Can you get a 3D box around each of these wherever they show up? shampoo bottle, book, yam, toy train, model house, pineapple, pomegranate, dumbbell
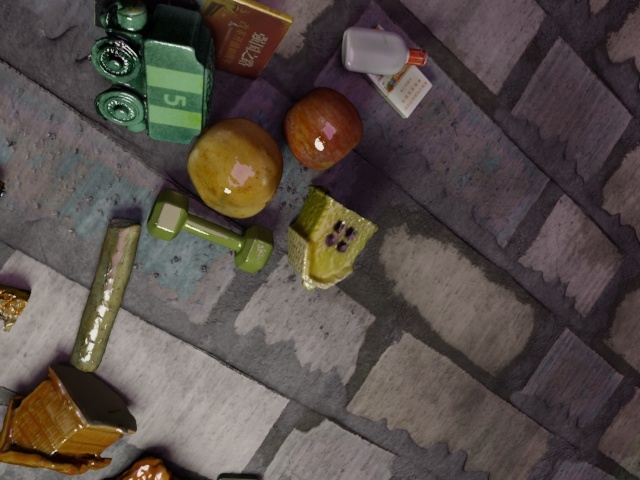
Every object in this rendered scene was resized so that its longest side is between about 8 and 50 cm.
[{"bbox_3d":[0.163,-0.472,1.280,0.220,0.051,0.108,0,96,-18],"label":"shampoo bottle"},{"bbox_3d":[-0.273,-0.458,1.056,0.373,0.262,0.028,14,75,-21],"label":"book"},{"bbox_3d":[-0.502,0.129,1.192,0.083,0.083,0.372,15,96,-22],"label":"yam"},{"bbox_3d":[-0.341,-0.348,1.053,0.238,0.299,0.167,8,55,-12],"label":"toy train"},{"bbox_3d":[-0.597,0.440,1.180,0.229,0.219,0.199,-40,152,-3],"label":"model house"},{"bbox_3d":[-0.694,0.151,1.141,0.114,0.077,0.114,22,107,12],"label":"pineapple"},{"bbox_3d":[-0.191,-0.165,1.168,0.233,0.233,0.233,-4,102,-19],"label":"pomegranate"},{"bbox_3d":[0.000,0.000,1.284,0.174,0.193,0.234,35,91,-23],"label":"model house"},{"bbox_3d":[-0.260,-0.019,1.228,0.302,0.121,0.108,24,121,-22],"label":"dumbbell"}]

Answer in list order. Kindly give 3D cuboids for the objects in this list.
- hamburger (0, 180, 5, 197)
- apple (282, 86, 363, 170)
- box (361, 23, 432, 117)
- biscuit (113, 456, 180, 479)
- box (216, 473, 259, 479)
[{"bbox_3d":[-0.775,-0.074,1.039,0.183,0.130,0.206,29,72,-24],"label":"hamburger"},{"bbox_3d":[0.003,-0.271,1.229,0.188,0.188,0.174,-39,100,-8],"label":"apple"},{"bbox_3d":[0.188,-0.444,1.341,0.220,0.032,0.122,40,86,-22],"label":"box"},{"bbox_3d":[-0.456,0.736,1.312,0.318,0.110,0.312,-40,112,-6],"label":"biscuit"},{"bbox_3d":[-0.239,0.702,1.428,0.126,0.031,0.091,12,97,-21],"label":"box"}]
